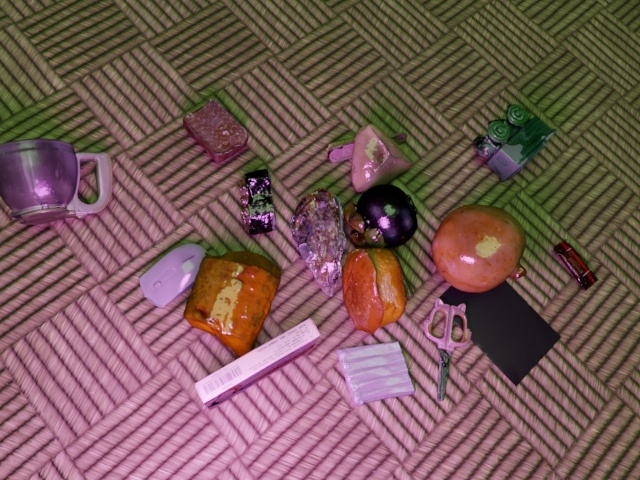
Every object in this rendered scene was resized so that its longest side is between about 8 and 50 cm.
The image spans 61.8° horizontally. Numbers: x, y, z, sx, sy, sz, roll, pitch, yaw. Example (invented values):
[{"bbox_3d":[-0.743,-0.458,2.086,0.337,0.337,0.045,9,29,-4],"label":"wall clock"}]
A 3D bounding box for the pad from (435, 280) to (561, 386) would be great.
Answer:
[{"bbox_3d":[0.582,0.257,1.753,0.247,0.007,0.367,-39,79,-20],"label":"pad"}]

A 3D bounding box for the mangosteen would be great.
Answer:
[{"bbox_3d":[0.196,-0.071,1.721,0.243,0.243,0.243,3,68,-7],"label":"mangosteen"}]

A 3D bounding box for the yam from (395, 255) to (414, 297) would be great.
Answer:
[{"bbox_3d":[0.267,0.120,1.749,0.032,0.032,0.145,-16,71,-13],"label":"yam"}]

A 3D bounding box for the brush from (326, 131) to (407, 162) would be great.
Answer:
[{"bbox_3d":[0.163,-0.351,1.904,0.312,0.072,0.067,-16,58,-14],"label":"brush"}]

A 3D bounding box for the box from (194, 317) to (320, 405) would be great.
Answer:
[{"bbox_3d":[-0.172,0.350,1.500,0.353,0.214,0.069,-26,74,-16],"label":"box"}]

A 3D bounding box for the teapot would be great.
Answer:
[{"bbox_3d":[-0.831,-0.168,1.647,0.239,0.321,0.239,-15,86,28],"label":"teapot"}]

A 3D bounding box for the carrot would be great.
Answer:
[{"bbox_3d":[-0.251,0.150,1.556,0.241,0.241,0.341,17,68,-1],"label":"carrot"}]

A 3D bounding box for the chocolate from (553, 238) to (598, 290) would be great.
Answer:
[{"bbox_3d":[0.881,0.083,1.851,0.086,0.028,0.182,-32,77,-25],"label":"chocolate"}]

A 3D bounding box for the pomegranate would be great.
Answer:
[{"bbox_3d":[0.494,0.018,1.698,0.307,0.307,0.307,3,68,-7],"label":"pomegranate"}]

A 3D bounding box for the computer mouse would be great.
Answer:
[{"bbox_3d":[-0.444,0.100,1.638,0.231,0.079,0.128,-40,76,-16],"label":"computer mouse"}]

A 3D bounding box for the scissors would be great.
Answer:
[{"bbox_3d":[0.393,0.343,1.684,0.160,0.024,0.318,13,71,-3],"label":"scissors"}]

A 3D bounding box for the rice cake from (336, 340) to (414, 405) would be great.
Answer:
[{"bbox_3d":[0.167,0.399,1.623,0.198,0.037,0.189,-13,71,-12],"label":"rice cake"}]

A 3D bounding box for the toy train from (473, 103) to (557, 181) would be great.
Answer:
[{"bbox_3d":[0.692,-0.365,1.938,0.266,0.145,0.202,-42,83,-19],"label":"toy train"}]

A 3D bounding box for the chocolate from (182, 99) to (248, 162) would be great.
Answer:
[{"bbox_3d":[-0.352,-0.364,1.820,0.148,0.093,0.214,-39,77,-18],"label":"chocolate"}]

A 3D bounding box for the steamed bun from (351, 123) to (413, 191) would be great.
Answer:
[{"bbox_3d":[0.193,-0.289,1.821,0.231,0.110,0.212,-33,105,-16],"label":"steamed bun"}]

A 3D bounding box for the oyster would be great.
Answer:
[{"bbox_3d":[0.003,0.004,1.711,0.158,0.162,0.351,6,71,-49],"label":"oyster"}]

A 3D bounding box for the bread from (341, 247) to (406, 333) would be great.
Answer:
[{"bbox_3d":[0.153,0.143,1.617,0.145,0.268,0.268,-8,70,-22],"label":"bread"}]

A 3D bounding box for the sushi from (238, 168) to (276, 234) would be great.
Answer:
[{"bbox_3d":[-0.206,-0.128,1.720,0.115,0.147,0.213,-4,73,-10],"label":"sushi"}]
